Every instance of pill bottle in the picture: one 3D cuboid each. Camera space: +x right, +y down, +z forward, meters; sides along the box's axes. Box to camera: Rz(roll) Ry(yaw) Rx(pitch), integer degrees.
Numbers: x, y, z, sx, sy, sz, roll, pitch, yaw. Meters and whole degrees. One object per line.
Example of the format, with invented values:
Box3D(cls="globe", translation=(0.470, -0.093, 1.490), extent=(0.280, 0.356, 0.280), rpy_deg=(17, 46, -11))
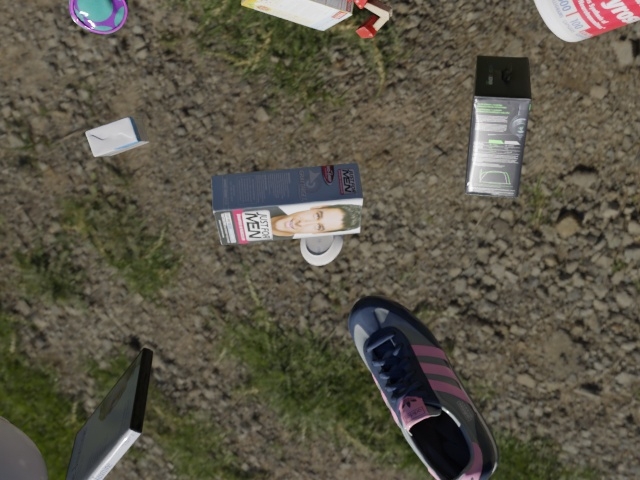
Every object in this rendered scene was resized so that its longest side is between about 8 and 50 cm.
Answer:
Box3D(cls="pill bottle", translation=(0.634, -0.552, 1.542), extent=(0.408, 0.229, 0.229), rpy_deg=(-12, 111, 46))

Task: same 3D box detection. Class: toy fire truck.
Box3D(cls="toy fire truck", translation=(0.120, -0.541, 1.825), extent=(0.135, 0.047, 0.192), rpy_deg=(45, 160, -22))

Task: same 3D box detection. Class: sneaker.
Box3D(cls="sneaker", translation=(0.136, 0.209, 1.140), extent=(0.112, 0.131, 0.319), rpy_deg=(-43, 72, 17))

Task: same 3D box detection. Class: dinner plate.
Box3D(cls="dinner plate", translation=(0.000, 0.000, 2.222), extent=(0.141, 0.017, 0.141), rpy_deg=(-10, 70, 31))

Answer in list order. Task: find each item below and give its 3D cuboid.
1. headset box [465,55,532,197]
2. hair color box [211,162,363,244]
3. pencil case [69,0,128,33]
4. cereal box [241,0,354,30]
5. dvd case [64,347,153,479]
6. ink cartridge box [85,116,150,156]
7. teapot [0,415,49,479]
Box3D(cls="headset box", translation=(0.428, -0.288, 1.936), extent=(0.131, 0.246, 0.283), rpy_deg=(5, 125, 10))
Box3D(cls="hair color box", translation=(-0.084, -0.092, 2.075), extent=(0.375, 0.113, 0.185), rpy_deg=(-6, 153, -2))
Box3D(cls="pencil case", translation=(-0.256, -0.292, 0.943), extent=(0.070, 0.151, 0.064), rpy_deg=(-27, 121, 4))
Box3D(cls="cereal box", translation=(-0.058, -0.600, 2.015), extent=(0.173, 0.240, 0.047), rpy_deg=(-1, 80, 63))
Box3D(cls="dvd case", translation=(-0.350, 0.314, 1.301), extent=(0.022, 0.180, 0.253), rpy_deg=(28, 118, -23))
Box3D(cls="ink cartridge box", translation=(-0.452, -0.235, 1.813), extent=(0.104, 0.180, 0.060), rpy_deg=(-19, 97, 1))
Box3D(cls="teapot", translation=(-0.523, 0.339, 1.167), extent=(0.256, 0.187, 0.252), rpy_deg=(-33, 137, 7))
